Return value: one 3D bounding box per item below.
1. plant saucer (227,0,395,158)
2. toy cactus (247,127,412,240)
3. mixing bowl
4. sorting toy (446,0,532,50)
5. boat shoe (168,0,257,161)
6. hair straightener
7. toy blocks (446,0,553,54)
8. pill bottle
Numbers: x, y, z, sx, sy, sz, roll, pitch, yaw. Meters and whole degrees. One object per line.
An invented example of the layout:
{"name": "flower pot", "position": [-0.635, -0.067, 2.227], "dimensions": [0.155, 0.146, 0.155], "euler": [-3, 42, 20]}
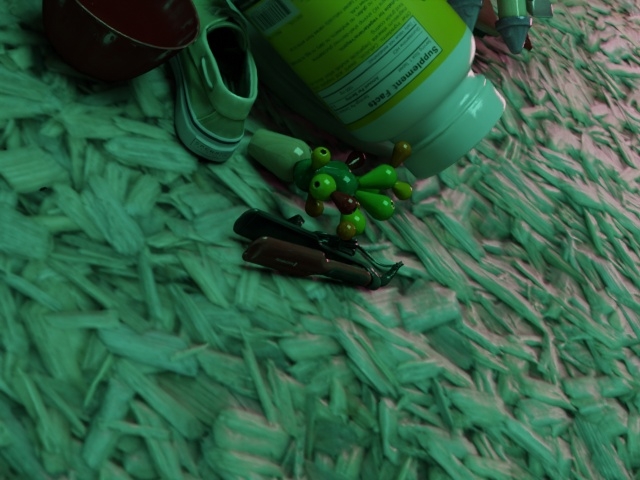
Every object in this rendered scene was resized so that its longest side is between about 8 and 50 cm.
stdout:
{"name": "plant saucer", "position": [0.051, -0.282, 1.996], "dimensions": [0.400, 0.100, 0.400], "euler": [26, 37, -21]}
{"name": "toy cactus", "position": [0.005, -0.080, 1.707], "dimensions": [0.180, 0.112, 0.219], "euler": [27, 20, 13]}
{"name": "mixing bowl", "position": [-0.233, -0.239, 1.657], "dimensions": [0.181, 0.098, 0.181], "euler": [28, 33, -20]}
{"name": "sorting toy", "position": [0.206, -0.360, 2.320], "dimensions": [0.274, 0.046, 0.132], "euler": [21, 37, -28]}
{"name": "boat shoe", "position": [-0.118, -0.217, 1.756], "dimensions": [0.109, 0.094, 0.302], "euler": [20, 38, -31]}
{"name": "hair straightener", "position": [0.000, 0.000, 1.661], "dimensions": [0.230, 0.047, 0.089], "euler": [12, 42, -38]}
{"name": "toy blocks", "position": [0.277, -0.391, 2.234], "dimensions": [0.288, 0.309, 0.260], "euler": [-3, 84, -34]}
{"name": "pill bottle", "position": [0.057, -0.238, 1.775], "dimensions": [0.334, 0.188, 0.188], "euler": [47, 30, -14]}
